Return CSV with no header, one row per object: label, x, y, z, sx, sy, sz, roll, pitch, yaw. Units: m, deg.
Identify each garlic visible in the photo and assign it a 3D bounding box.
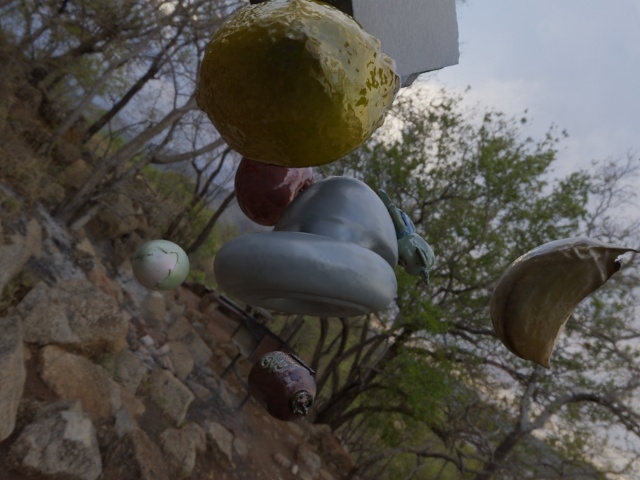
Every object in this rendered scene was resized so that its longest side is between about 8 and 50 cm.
garlic,0.497,0.094,0.961,0.196,0.339,0.151,36,13,10

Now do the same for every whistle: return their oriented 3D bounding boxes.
whistle,0.164,-0.015,0.933,0.114,0.077,0.236,63,3,-54

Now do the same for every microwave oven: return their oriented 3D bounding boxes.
microwave oven,0.089,-0.478,0.948,0.236,0.432,0.375,4,-66,40

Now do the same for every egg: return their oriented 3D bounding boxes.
egg,-0.564,0.084,1.571,0.183,0.183,0.217,30,-7,23

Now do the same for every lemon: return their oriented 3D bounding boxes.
lemon,-0.031,-0.190,0.559,0.259,0.205,0.204,0,-17,7

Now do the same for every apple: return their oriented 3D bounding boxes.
apple,-0.079,-0.098,0.792,0.119,0.154,0.153,18,-15,16

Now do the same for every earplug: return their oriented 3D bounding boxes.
earplug,0.000,0.012,0.584,0.213,0.175,0.325,3,13,16

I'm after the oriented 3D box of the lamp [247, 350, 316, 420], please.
lamp,-0.109,0.428,1.342,0.180,0.180,0.258,42,-16,-36
